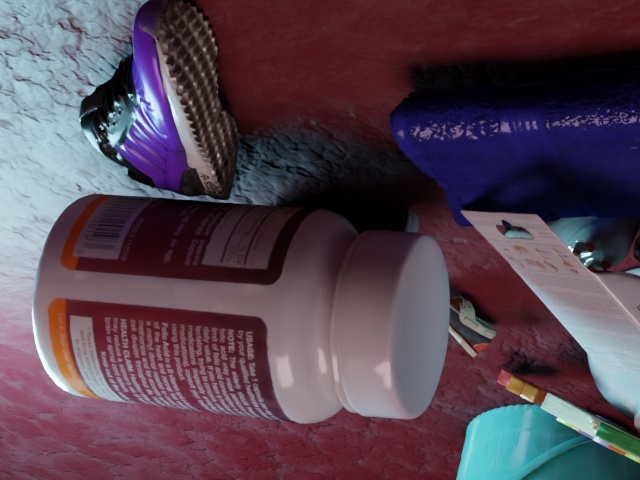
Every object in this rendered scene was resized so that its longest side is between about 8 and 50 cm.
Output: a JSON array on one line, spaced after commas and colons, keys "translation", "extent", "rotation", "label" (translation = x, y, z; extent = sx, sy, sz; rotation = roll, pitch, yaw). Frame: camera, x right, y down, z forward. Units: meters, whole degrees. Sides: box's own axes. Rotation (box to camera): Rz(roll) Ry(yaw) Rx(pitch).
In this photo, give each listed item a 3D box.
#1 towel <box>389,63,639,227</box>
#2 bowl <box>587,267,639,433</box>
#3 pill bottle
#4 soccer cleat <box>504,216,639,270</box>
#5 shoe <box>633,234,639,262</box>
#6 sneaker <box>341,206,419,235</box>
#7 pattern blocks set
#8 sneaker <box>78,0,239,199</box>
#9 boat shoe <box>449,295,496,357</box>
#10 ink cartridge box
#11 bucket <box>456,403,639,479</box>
[{"translation": [0.245, -0.093, 1.668], "extent": [0.308, 0.076, 0.227], "rotation": [-3, 155, 24], "label": "towel"}, {"translation": [0.432, 0.154, 1.960], "extent": [0.298, 0.134, 0.298], "rotation": [9, 150, 5], "label": "bowl"}, {"translation": [-0.078, 0.072, 1.806], "extent": [0.392, 0.224, 0.224], "rotation": [5, 150, 22], "label": "pill bottle"}, {"translation": [0.265, 0.000, 1.825], "extent": [0.068, 0.076, 0.196], "rotation": [50, 155, -18], "label": "soccer cleat"}, {"translation": [0.403, -0.004, 1.726], "extent": [0.178, 0.081, 0.063], "rotation": [-4, 109, 30], "label": "shoe"}, {"translation": [0.000, 0.000, 1.903], "extent": [0.121, 0.079, 0.217], "rotation": [29, 147, -26], "label": "sneaker"}, {"translation": [0.342, 0.229, 2.033], "extent": [0.285, 0.026, 0.325], "rotation": [26, 179, -2], "label": "pattern blocks set"}, {"translation": [-0.174, -0.132, 1.712], "extent": [0.146, 0.102, 0.293], "rotation": [6, 150, 11], "label": "sneaker"}, {"translation": [0.162, 0.088, 2.037], "extent": [0.043, 0.049, 0.137], "rotation": [-41, 133, 3], "label": "boat shoe"}, {"translation": [0.263, 0.039, 1.695], "extent": [0.232, 0.066, 0.189], "rotation": [51, 167, -13], "label": "ink cartridge box"}, {"translation": [0.301, 0.349, 2.301], "extent": [0.281, 0.183, 0.281], "rotation": [9, 151, 5], "label": "bucket"}]
